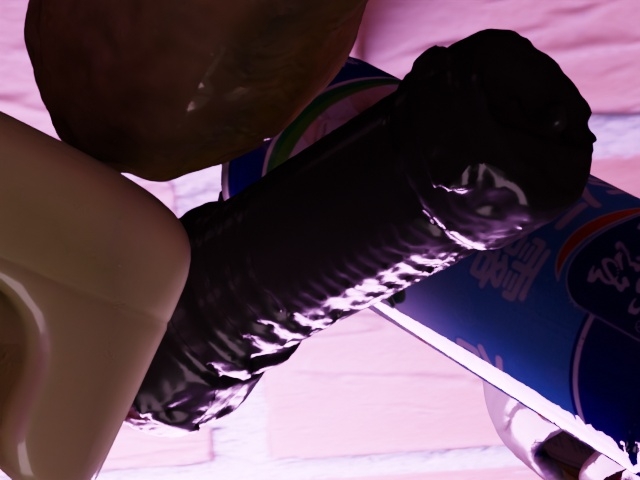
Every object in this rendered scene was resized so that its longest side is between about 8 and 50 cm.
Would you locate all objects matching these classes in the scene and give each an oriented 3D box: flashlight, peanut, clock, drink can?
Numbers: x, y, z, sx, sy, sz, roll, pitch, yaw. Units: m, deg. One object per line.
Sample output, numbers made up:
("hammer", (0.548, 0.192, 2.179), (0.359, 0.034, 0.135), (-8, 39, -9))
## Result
("flashlight", (0.000, 0.000, 0.606), (0.093, 0.093, 0.232), (22, 143, -37))
("peanut", (-0.018, -0.112, 0.584), (0.120, 0.110, 0.236), (26, 129, -30))
("clock", (-0.238, -0.036, 0.539), (0.348, 0.117, 0.286), (24, 178, -31))
("drink can", (0.068, 0.004, 0.662), (0.097, 0.235, 0.097), (-30, 136, -34))

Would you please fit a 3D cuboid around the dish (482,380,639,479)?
("dish", (0.229, 0.127, 0.958), (0.273, 0.134, 0.273), (4, 151, 2))
